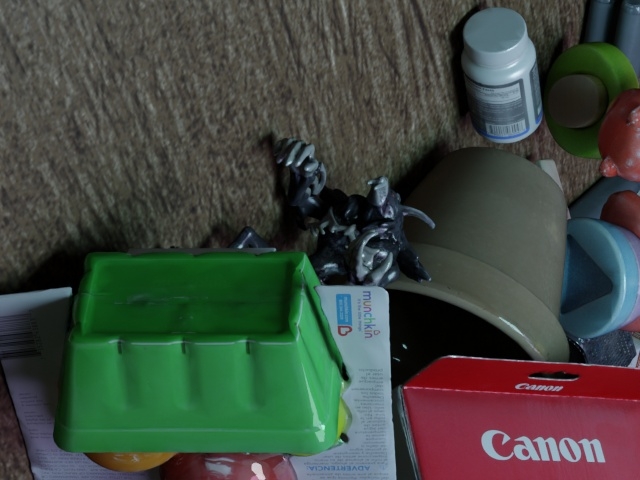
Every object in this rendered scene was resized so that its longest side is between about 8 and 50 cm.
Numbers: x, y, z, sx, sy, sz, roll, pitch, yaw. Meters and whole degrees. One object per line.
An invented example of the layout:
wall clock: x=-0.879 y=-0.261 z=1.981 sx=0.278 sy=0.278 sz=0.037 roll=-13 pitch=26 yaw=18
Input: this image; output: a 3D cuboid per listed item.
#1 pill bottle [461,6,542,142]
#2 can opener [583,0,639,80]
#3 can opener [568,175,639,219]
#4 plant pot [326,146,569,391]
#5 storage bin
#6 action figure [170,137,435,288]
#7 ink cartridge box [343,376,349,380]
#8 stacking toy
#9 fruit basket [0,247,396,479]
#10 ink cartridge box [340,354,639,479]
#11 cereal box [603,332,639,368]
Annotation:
pill bottle: x=0.187 y=-0.172 z=1.948 sx=0.078 sy=0.078 sz=0.137 roll=-47 pitch=147 yaw=-23
can opener: x=0.350 y=-0.268 z=2.122 sx=0.093 sy=0.074 sz=0.280 roll=-30 pitch=138 yaw=-43
can opener: x=0.394 y=-0.043 z=2.357 sx=0.283 sy=0.095 sz=0.076 roll=-39 pitch=143 yaw=-35
plant pot: x=0.156 y=0.035 z=1.939 sx=0.263 sy=0.263 sz=0.229 roll=74 pitch=36 yaw=-51
storage bin: x=0.306 y=0.112 z=2.300 sx=0.084 sy=0.122 sz=0.180 roll=-52 pitch=149 yaw=-15
action figure: x=0.000 y=0.000 z=1.726 sx=0.275 sy=0.164 sz=0.141 roll=-31 pitch=152 yaw=-32
ink cartridge box: x=-0.018 y=0.221 z=1.960 sx=0.190 sy=0.082 sz=0.139 roll=4 pitch=112 yaw=-57
stacking toy: x=0.284 y=-0.064 z=2.032 sx=0.130 sy=0.279 sz=0.309 roll=-4 pitch=123 yaw=-36
fruit basket: x=-0.096 y=0.156 z=1.620 sx=0.353 sy=0.327 sz=0.165 roll=83 pitch=8 yaw=-50
ink cartridge box: x=0.179 y=0.228 z=1.824 sx=0.309 sy=0.130 sz=0.272 roll=5 pitch=149 yaw=-31
cereal box: x=0.366 y=0.231 z=2.594 sx=0.240 sy=0.047 sz=0.173 roll=-19 pitch=131 yaw=-49
